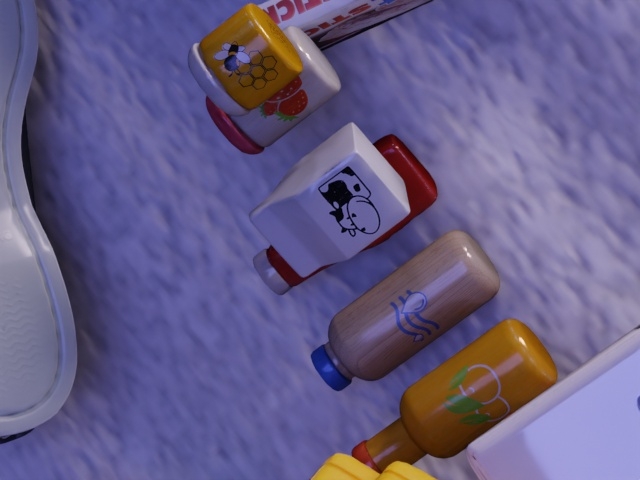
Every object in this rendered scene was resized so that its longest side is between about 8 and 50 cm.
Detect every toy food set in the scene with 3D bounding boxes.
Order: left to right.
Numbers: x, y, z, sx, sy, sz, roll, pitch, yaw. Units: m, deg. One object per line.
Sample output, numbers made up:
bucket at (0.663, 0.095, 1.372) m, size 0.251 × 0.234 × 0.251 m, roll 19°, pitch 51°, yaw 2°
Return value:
toy food set at (0.000, 0.000, 0.929) m, size 0.104 × 0.111 × 0.232 m, roll -37°, pitch 110°, yaw 13°

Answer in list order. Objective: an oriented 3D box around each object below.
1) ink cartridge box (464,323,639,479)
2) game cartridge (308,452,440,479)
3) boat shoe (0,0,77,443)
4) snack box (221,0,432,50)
ink cartridge box at (0.198, 0.057, 0.845) m, size 0.237 × 0.172 × 0.100 m, roll -36°, pitch 81°, yaw 13°
game cartridge at (0.087, 0.263, 0.848) m, size 0.285 × 0.053 × 0.323 m, roll 30°, pitch 131°, yaw 15°
boat shoe at (-0.200, -0.044, 1.002) m, size 0.114 × 0.091 × 0.302 m, roll -2°, pitch 80°, yaw -27°
snack box at (0.042, -0.129, 0.951) m, size 0.178 × 0.064 × 0.022 m, roll -23°, pitch 81°, yaw 15°
